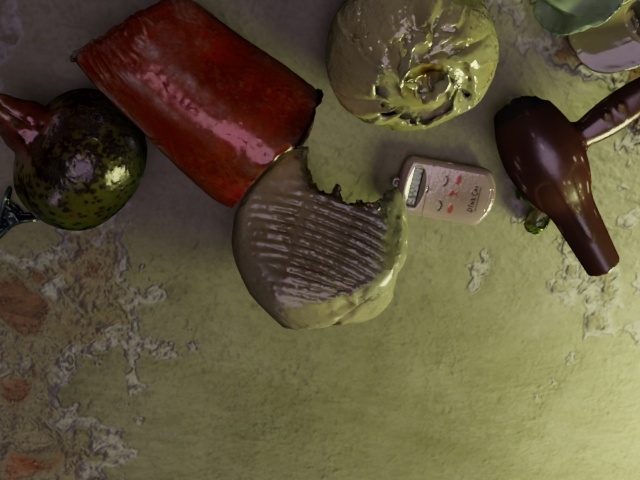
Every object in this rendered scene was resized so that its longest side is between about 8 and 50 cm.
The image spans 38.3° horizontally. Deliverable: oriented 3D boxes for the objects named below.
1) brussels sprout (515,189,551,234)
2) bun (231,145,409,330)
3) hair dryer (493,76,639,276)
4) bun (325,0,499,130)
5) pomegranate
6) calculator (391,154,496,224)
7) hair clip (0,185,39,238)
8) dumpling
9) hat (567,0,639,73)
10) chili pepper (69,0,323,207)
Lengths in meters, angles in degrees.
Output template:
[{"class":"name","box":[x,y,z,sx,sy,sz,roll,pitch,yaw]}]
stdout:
[{"class":"brussels sprout","box":[0.354,-0.053,1.524,0.051,0.046,0.083,-19,110,0]},{"class":"bun","box":[-0.003,0.015,1.430,0.281,0.205,0.282,0,81,0]},{"class":"hair dryer","box":[0.470,-0.150,1.442,0.340,0.123,0.313,-35,98,8]},{"class":"bun","box":[0.137,-0.257,1.340,0.259,0.152,0.259,-7,134,-7]},{"class":"pomegranate","box":[-0.376,-0.138,1.338,0.248,0.214,0.214,36,104,-29]},{"class":"calculator","box":[0.200,-0.082,1.506,0.175,0.032,0.100,9,109,-8]},{"class":"hair clip","box":[-0.554,0.008,1.468,0.229,0.039,0.070,-37,110,10]},{"class":"dumpling","box":[0.395,-0.406,1.355,0.152,0.108,0.219,27,119,17]},{"class":"hat","box":[0.479,-0.355,1.420,0.173,0.144,0.166,7,151,31]},{"class":"chili pepper","box":[-0.163,-0.226,1.309,0.305,0.251,0.229,45,135,-13]}]
